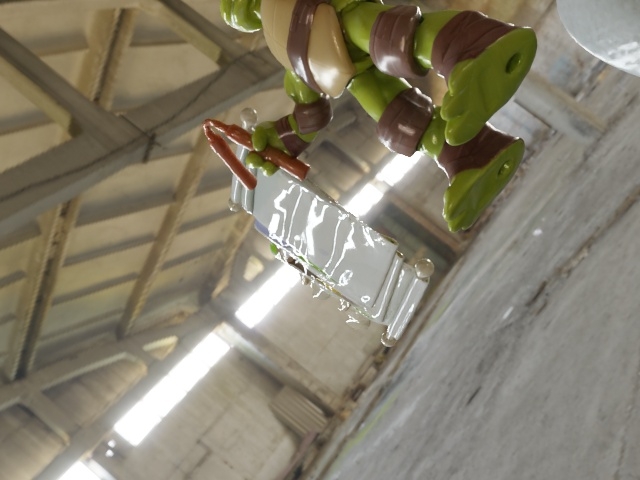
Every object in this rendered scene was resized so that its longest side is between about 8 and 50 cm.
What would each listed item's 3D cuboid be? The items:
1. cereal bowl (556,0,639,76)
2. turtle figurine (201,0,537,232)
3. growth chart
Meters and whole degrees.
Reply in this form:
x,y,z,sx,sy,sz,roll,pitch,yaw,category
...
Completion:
x,y,z,sx,sy,sz,roll,pitch,yaw,category
0.439,-0.324,0.793,0.339,0.339,0.141,-49,-32,-28,cereal bowl
0.010,-0.098,0.398,0.087,0.217,0.270,-32,-35,-29,turtle figurine
0.000,0.000,0.681,0.021,0.237,0.172,-46,-8,-31,growth chart
